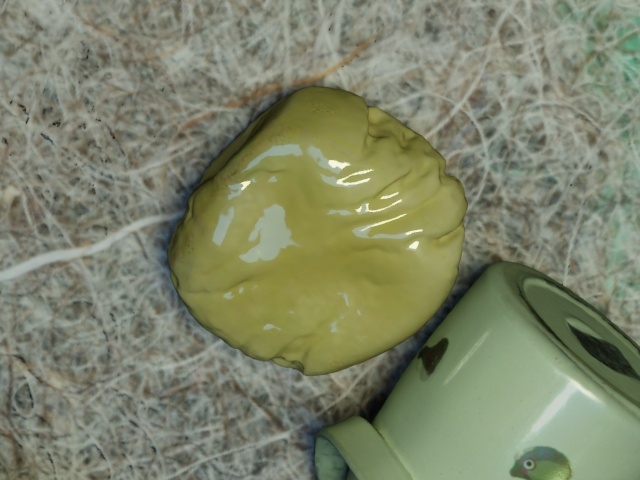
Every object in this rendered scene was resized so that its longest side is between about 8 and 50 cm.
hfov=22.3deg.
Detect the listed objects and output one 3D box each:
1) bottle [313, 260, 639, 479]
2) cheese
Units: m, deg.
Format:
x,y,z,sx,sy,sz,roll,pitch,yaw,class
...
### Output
x,y,z,sx,sy,sz,roll,pitch,yaw,class
0.104,0.203,1.288,0.229,0.229,0.352,37,107,-9,bottle
0.000,0.000,1.284,0.214,0.117,0.226,35,109,-12,cheese
